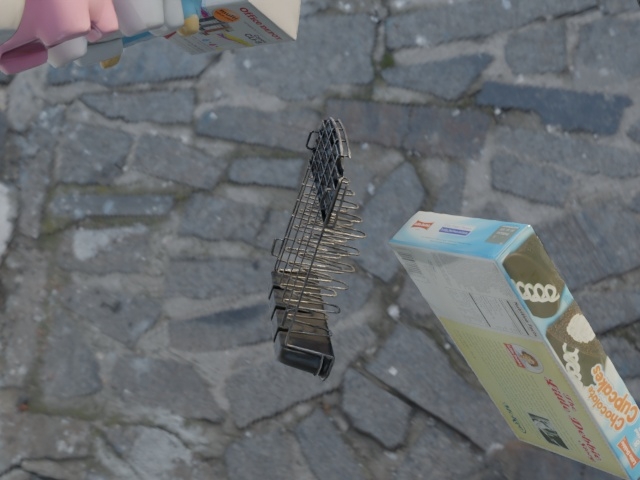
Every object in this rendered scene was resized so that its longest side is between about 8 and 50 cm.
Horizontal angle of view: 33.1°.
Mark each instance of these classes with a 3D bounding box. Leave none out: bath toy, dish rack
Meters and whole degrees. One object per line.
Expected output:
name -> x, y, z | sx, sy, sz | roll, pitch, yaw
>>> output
bath toy -> -0.174, -0.149, 0.559 | 0.151, 0.348, 0.129 | -18, 98, 10
dish rack -> 0.000, 0.000, 1.257 | 0.208, 0.074, 0.272 | -105, 30, -62

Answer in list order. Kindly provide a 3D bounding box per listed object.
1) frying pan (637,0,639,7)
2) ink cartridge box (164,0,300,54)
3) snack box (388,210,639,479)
frying pan -> 0.266, -0.290, 0.905 | 0.326, 0.053, 0.197 | 44, 89, -10
ink cartridge box -> -0.128, -0.335, 1.428 | 0.176, 0.128, 0.127 | -3, 74, 29
snack box -> 0.221, 0.113, 1.166 | 0.060, 0.322, 0.187 | -43, 25, -19
